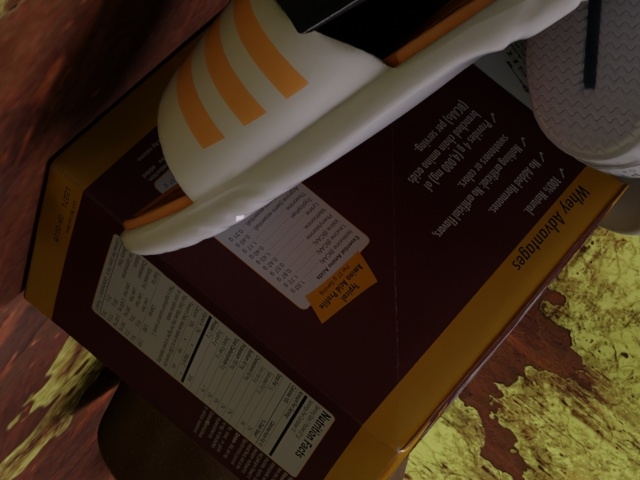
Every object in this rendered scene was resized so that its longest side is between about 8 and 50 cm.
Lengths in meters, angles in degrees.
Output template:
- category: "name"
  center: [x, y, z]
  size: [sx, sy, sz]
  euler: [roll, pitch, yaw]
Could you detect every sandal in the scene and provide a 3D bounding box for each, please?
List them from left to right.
- category: "sandal"
  center: [0.018, -0.086, 0.595]
  size: [0.265, 0.076, 0.102]
  euler: [-32, -172, 26]

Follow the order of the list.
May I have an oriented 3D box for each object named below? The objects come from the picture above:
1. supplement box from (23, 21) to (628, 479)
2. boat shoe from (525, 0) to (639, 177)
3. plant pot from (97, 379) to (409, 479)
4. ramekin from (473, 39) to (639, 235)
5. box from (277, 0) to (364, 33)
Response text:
- category: "supplement box"
  center: [0.000, 0.000, 0.758]
  size: [0.191, 0.194, 0.129]
  euler: [-46, 172, -31]
- category: "boat shoe"
  center: [0.157, -0.192, 0.625]
  size: [0.119, 0.121, 0.335]
  euler: [-5, 110, -39]
- category: "plant pot"
  center: [-0.014, 0.062, 1.071]
  size: [0.215, 0.215, 0.230]
  euler: [-34, 146, -66]
- category: "ramekin"
  center: [0.145, -0.123, 0.807]
  size: [0.127, 0.273, 0.273]
  euler: [-38, 170, -10]
- category: "box"
  center: [0.091, -0.183, 0.443]
  size: [0.184, 0.103, 0.261]
  euler: [-42, -168, -37]
